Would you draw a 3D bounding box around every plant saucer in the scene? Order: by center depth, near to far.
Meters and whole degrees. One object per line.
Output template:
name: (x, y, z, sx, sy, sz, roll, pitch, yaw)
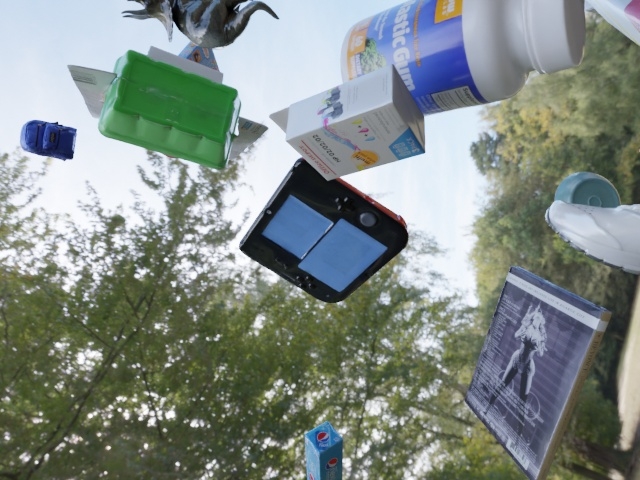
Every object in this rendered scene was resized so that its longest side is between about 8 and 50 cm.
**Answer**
plant saucer: (0.465, -0.063, 0.735, 0.021, 0.120, 0.119, 123, 165, -82)

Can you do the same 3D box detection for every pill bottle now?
pill bottle: (0.173, -0.246, 0.550, 0.152, 0.272, 0.152, 1, -91, -48)

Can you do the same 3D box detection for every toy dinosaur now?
toy dinosaur: (-0.212, -0.434, 0.835, 0.160, 0.314, 0.121, -63, -13, 0)

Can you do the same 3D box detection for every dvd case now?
dvd case: (0.264, 0.160, 0.552, 0.018, 0.164, 0.221, 11, -78, -13)

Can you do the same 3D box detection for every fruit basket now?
fruit basket: (-0.300, -0.249, 0.865, 0.327, 0.353, 0.165, 14, -89, -21)

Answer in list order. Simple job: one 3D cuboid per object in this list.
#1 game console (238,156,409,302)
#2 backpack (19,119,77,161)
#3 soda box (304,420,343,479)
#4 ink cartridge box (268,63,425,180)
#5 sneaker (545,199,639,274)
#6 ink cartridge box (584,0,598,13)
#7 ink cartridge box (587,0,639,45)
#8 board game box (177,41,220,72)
game console: (0.000, 0.000, 1.123, 0.342, 0.386, 0.060, 30, -138, -14)
backpack: (-0.716, -0.271, 1.130, 0.120, 0.101, 0.097, 8, -95, -45)
soda box: (0.010, 0.560, 1.078, 0.071, 0.067, 0.209, -20, -55, -29)
ink cartridge box: (0.029, -0.137, 0.547, 0.104, 0.182, 0.061, 36, -129, -49)
sneaker: (0.453, -0.009, 0.546, 0.111, 0.297, 0.129, -15, -59, -57)
ink cartridge box: (0.640, -0.550, 0.897, 0.175, 0.072, 0.127, -9, -82, -27)
ink cartridge box: (0.565, -0.427, 0.613, 0.161, 0.279, 0.384, 30, -142, -17)
board game box: (-0.374, -0.483, 1.269, 0.160, 0.039, 0.211, 80, -150, -56)
